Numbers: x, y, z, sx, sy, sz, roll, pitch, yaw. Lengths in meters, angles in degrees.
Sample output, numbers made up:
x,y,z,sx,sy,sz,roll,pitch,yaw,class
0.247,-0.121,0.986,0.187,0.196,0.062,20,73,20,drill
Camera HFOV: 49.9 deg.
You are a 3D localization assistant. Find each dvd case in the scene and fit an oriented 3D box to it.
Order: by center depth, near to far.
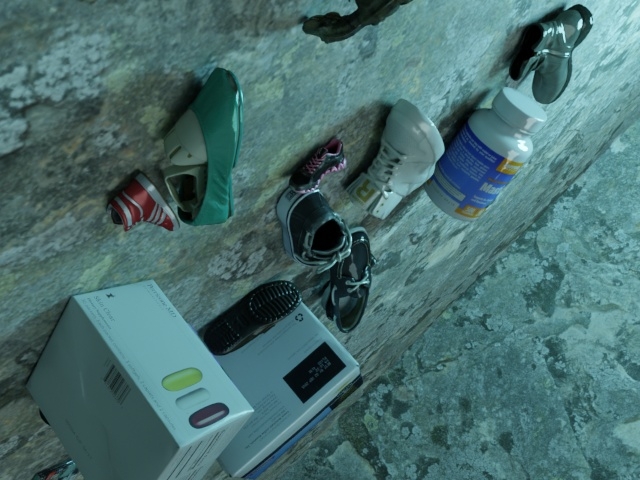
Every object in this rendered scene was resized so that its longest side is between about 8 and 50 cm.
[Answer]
x,y,z,sx,sy,sz,roll,pitch,yaw,class
-0.521,0.467,1.353,0.119,0.013,0.087,-8,140,-56,dvd case

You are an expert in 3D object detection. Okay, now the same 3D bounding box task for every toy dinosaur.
x,y,z,sx,sy,sz,roll,pitch,yaw,class
0.104,-0.312,0.799,0.268,0.064,0.118,-29,-153,26,toy dinosaur

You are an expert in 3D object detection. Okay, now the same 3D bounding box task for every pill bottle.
x,y,z,sx,sy,sz,roll,pitch,yaw,class
0.353,-0.184,1.466,0.152,0.152,0.272,-18,150,-49,pill bottle

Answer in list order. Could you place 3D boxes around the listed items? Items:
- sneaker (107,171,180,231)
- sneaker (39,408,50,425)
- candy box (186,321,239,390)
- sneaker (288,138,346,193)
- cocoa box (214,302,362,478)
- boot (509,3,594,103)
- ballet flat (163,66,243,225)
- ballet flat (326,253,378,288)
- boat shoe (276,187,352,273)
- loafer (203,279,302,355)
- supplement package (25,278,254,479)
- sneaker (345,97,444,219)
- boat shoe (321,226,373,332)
x,y,z,sx,sy,sz,roll,pitch,yaw,class
-0.222,-0.031,0.857,0.067,0.042,0.118,-42,153,-12,sneaker
-0.352,0.259,1.143,0.235,0.084,0.097,-22,153,-45,sneaker
-0.236,0.273,1.269,0.070,0.165,0.196,-28,156,-32,candy box
-0.005,-0.122,1.087,0.119,0.047,0.057,-40,155,-28,sneaker
-0.106,0.329,1.530,0.347,0.231,0.228,-40,160,-8,cocoa box
0.444,-0.363,1.408,0.161,0.083,0.246,-27,150,-21,boot
-0.144,-0.095,0.825,0.087,0.083,0.247,-18,150,-22,ballet flat
0.066,0.096,1.645,0.173,0.049,0.057,-49,159,16,ballet flat
0.003,-0.003,1.245,0.113,0.105,0.306,-38,159,-13,boat shoe
-0.136,0.154,1.365,0.220,0.080,0.078,-30,167,-19,loafer
-0.262,0.224,0.978,0.145,0.262,0.204,-12,144,-55,supplement package
0.124,-0.123,1.226,0.169,0.108,0.292,-44,162,-6,sneaker
0.071,0.094,1.541,0.114,0.091,0.302,-19,144,-17,boat shoe
